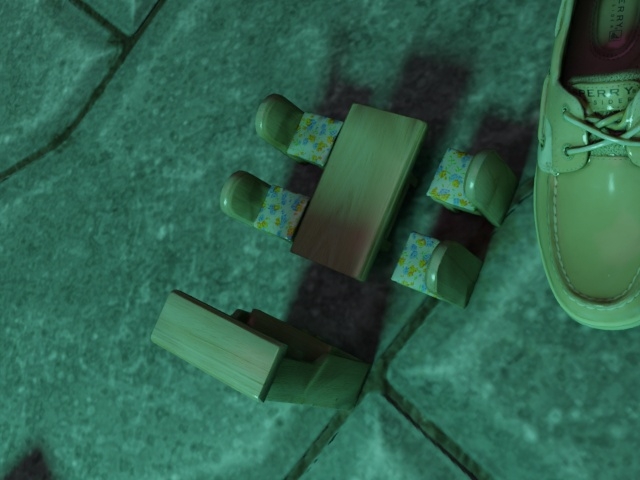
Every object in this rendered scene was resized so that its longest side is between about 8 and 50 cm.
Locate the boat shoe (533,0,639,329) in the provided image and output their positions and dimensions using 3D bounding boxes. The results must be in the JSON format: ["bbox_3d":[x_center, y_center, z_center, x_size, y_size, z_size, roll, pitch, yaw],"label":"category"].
[{"bbox_3d":[0.208,-0.089,0.540,0.109,0.098,0.302,3,77,29],"label":"boat shoe"}]

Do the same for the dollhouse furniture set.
[{"bbox_3d":[0.000,0.000,0.591,0.212,0.161,0.242,21,87,31],"label":"dollhouse furniture set"}]
